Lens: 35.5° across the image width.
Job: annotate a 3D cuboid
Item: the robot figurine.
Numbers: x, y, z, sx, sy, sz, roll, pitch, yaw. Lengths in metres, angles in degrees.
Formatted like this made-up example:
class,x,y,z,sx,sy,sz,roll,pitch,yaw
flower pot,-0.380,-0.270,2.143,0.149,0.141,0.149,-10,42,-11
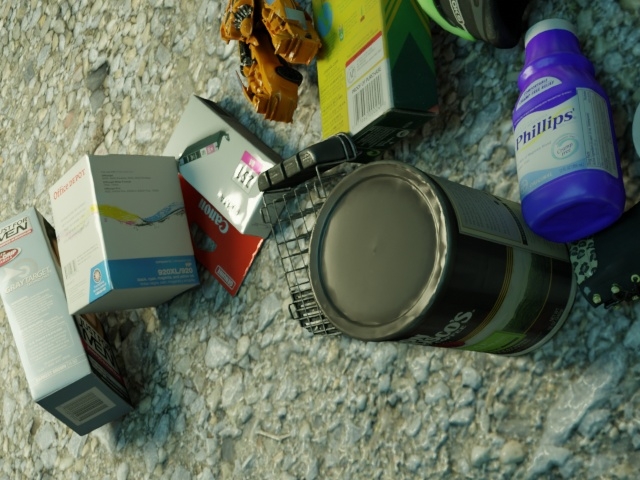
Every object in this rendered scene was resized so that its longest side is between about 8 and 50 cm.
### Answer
class,x,y,z,sx,sy,sz,roll,pitch,yaw
robot figurine,-0.086,-0.321,1.570,0.211,0.085,0.291,-67,31,31

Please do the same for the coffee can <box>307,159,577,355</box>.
class,x,y,z,sx,sy,sz,roll,pitch,yaw
coffee can,0.151,0.030,1.192,0.202,0.275,0.201,-10,75,42

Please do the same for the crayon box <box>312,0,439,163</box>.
class,x,y,z,sx,sy,sz,roll,pitch,yaw
crayon box,0.071,-0.292,1.424,0.202,0.081,0.318,-30,60,60

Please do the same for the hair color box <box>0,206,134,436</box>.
class,x,y,z,sx,sy,sz,roll,pitch,yaw
hair color box,-0.471,0.142,1.790,0.114,0.185,0.374,-28,58,-2

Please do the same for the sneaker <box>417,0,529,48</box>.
class,x,y,z,sx,sy,sz,roll,pitch,yaw
sneaker,0.318,-0.443,1.231,0.202,0.185,0.482,48,121,23

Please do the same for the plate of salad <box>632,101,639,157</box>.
class,x,y,z,sx,sy,sz,roll,pitch,yaw
plate of salad,0.437,-0.138,1.077,0.200,0.048,0.199,-15,51,19

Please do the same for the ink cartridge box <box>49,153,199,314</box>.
class,x,y,z,sx,sy,sz,roll,pitch,yaw
ink cartridge box,-0.333,-0.011,1.688,0.171,0.168,0.232,-27,72,49

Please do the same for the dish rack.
class,x,y,z,sx,sy,sz,roll,pitch,yaw
dish rack,0.000,0.000,1.434,0.208,0.074,0.271,-21,85,61

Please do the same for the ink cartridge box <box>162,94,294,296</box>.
class,x,y,z,sx,sy,sz,roll,pitch,yaw
ink cartridge box,-0.180,-0.079,1.672,0.275,0.060,0.238,42,108,40

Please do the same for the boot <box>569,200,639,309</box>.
class,x,y,z,sx,sy,sz,roll,pitch,yaw
boot,0.384,0.044,1.101,0.179,0.085,0.236,-38,46,32

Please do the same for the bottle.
class,x,y,z,sx,sy,sz,roll,pitch,yaw
bottle,0.289,-0.140,1.195,0.118,0.092,0.282,-29,47,41
